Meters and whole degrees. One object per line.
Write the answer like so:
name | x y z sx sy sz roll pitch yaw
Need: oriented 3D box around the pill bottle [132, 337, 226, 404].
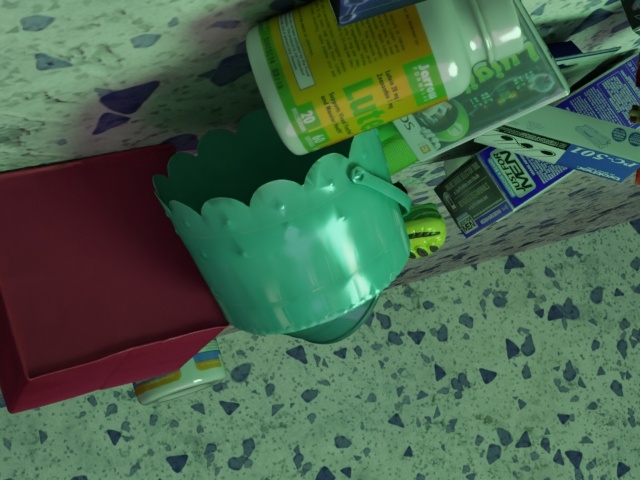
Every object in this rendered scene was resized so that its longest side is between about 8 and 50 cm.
pill bottle | -0.264 0.122 1.577 0.152 0.272 0.152 -18 169 -4

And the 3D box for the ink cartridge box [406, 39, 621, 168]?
ink cartridge box | 0.242 -0.201 1.354 0.176 0.069 0.371 -13 171 -23

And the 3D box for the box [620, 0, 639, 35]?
box | 0.396 -0.284 0.976 0.163 0.142 0.247 -24 167 28

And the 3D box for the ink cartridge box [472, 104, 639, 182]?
ink cartridge box | 0.309 -0.135 1.240 0.207 0.046 0.097 16 170 4

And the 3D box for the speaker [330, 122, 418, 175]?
speaker | 0.065 -0.135 1.226 0.131 0.131 0.296 -8 165 -44

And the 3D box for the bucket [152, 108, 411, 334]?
bucket | -0.035 -0.035 1.095 0.281 0.183 0.281 -18 -155 9

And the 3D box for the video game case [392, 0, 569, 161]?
video game case | 0.147 -0.189 1.040 0.190 0.173 0.022 -24 -151 27

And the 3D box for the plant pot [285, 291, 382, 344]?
plant pot | -0.082 0.010 1.413 0.255 0.271 0.272 10 153 -39

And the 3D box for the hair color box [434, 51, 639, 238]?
hair color box | 0.360 -0.145 1.483 0.339 0.110 0.185 -30 175 -18

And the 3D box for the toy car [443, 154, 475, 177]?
toy car | 0.323 -0.124 1.683 0.159 0.136 0.182 -12 168 -33

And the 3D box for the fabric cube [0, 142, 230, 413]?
fabric cube | -0.298 0.053 1.233 0.259 0.254 0.258 -13 166 -26

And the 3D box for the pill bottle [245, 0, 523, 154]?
pill bottle | 0.064 -0.187 0.926 0.246 0.136 0.136 -20 169 9

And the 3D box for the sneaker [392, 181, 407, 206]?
sneaker | 0.063 -0.079 1.657 0.234 0.078 0.106 4 141 -44

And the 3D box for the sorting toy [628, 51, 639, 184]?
sorting toy | 0.437 -0.207 1.253 0.046 0.274 0.132 10 -171 18

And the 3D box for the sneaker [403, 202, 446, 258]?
sneaker | 0.100 -0.019 1.882 0.296 0.123 0.109 -3 128 9

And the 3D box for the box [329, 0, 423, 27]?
box | 0.067 -0.255 0.662 0.153 0.108 0.207 -18 169 -3
